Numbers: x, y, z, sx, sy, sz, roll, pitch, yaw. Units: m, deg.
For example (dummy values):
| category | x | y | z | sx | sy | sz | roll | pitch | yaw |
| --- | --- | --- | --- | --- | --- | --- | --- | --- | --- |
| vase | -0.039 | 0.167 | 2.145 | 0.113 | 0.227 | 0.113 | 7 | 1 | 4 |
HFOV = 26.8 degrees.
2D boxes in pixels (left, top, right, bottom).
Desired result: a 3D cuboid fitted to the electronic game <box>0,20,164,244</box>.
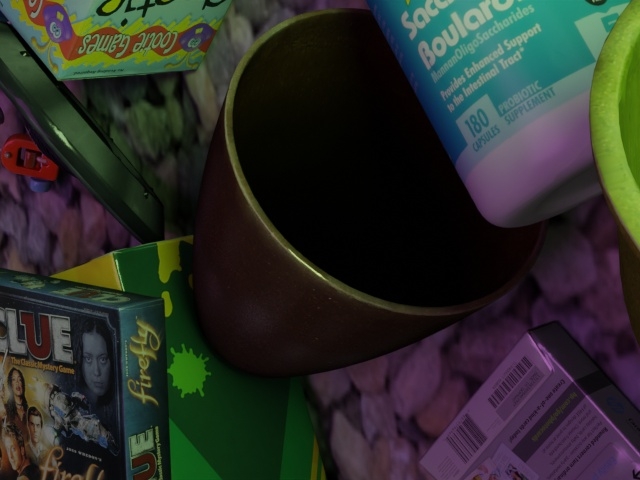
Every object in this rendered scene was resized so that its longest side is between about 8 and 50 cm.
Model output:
| category | x | y | z | sx | sy | sz | roll | pitch | yaw |
| --- | --- | --- | --- | --- | --- | --- | --- | --- | --- |
| electronic game | -0.201 | -0.084 | 1.057 | 0.048 | 0.229 | 0.229 | -40 | 67 | -2 |

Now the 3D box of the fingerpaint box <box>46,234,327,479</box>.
| category | x | y | z | sx | sy | sz | roll | pitch | yaw |
| --- | --- | --- | --- | --- | --- | --- | --- | --- | --- |
| fingerpaint box | -0.197 | 0.218 | 1.134 | 0.445 | 0.163 | 0.371 | -18 | 86 | 43 |

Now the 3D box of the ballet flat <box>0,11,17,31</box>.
| category | x | y | z | sx | sy | sz | roll | pitch | yaw |
| --- | --- | --- | --- | --- | --- | --- | --- | --- | --- |
| ballet flat | -0.311 | -0.187 | 1.227 | 0.168 | 0.057 | 0.052 | -47 | 39 | 36 |

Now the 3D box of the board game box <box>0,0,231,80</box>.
| category | x | y | z | sx | sy | sz | roll | pitch | yaw |
| --- | --- | --- | --- | --- | --- | --- | --- | --- | --- |
| board game box | -0.126 | -0.269 | 0.975 | 0.144 | 0.142 | 0.275 | 48 | 127 | 24 |

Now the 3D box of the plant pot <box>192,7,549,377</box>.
| category | x | y | z | sx | sy | sz | roll | pitch | yaw |
| --- | --- | --- | --- | --- | --- | --- | --- | --- | --- |
| plant pot | 0.000 | 0.000 | 0.897 | 0.215 | 0.215 | 0.230 | 60 | 145 | 15 |

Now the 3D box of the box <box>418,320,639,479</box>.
| category | x | y | z | sx | sy | sz | roll | pitch | yaw |
| --- | --- | --- | --- | --- | --- | --- | --- | --- | --- |
| box | 0.166 | 0.168 | 0.876 | 0.186 | 0.038 | 0.145 | 50 | 128 | 24 |

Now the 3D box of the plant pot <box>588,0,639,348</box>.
| category | x | y | z | sx | sy | sz | roll | pitch | yaw |
| --- | --- | --- | --- | --- | --- | --- | --- | --- | --- |
| plant pot | 0.292 | 0.089 | 0.525 | 0.366 | 0.366 | 0.353 | 26 | 141 | 36 |

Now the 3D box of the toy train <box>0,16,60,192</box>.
| category | x | y | z | sx | sy | sz | roll | pitch | yaw |
| --- | --- | --- | --- | --- | --- | --- | --- | --- | --- |
| toy train | -0.271 | -0.130 | 1.186 | 0.125 | 0.046 | 0.166 | 7 | 116 | -2 |

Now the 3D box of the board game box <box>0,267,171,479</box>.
| category | x | y | z | sx | sy | sz | roll | pitch | yaw |
| --- | --- | --- | --- | --- | --- | --- | --- | --- | --- |
| board game box | -0.205 | 0.109 | 0.977 | 0.243 | 0.042 | 0.165 | 7 | 102 | 42 |

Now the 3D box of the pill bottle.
| category | x | y | z | sx | sy | sz | roll | pitch | yaw |
| --- | --- | --- | --- | --- | --- | --- | --- | --- | --- |
| pill bottle | 0.103 | -0.151 | 0.789 | 0.146 | 0.146 | 0.264 | -38 | 73 | 40 |
